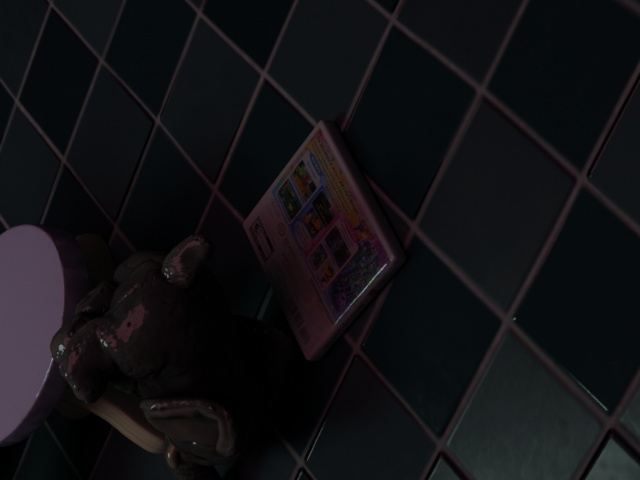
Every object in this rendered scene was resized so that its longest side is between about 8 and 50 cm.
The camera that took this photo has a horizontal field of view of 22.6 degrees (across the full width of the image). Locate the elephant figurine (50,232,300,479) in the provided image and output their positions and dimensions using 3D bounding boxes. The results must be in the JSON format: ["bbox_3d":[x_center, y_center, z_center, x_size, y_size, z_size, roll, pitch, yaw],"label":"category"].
[{"bbox_3d":[-0.101,0.126,1.393,0.169,0.239,0.186,-45,15,-8],"label":"elephant figurine"}]

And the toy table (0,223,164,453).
[{"bbox_3d":[-0.243,0.097,1.558,0.274,0.161,0.252,-37,62,43],"label":"toy table"}]

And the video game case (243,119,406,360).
[{"bbox_3d":[0.000,0.000,1.384,0.143,0.019,0.157,-51,51,35],"label":"video game case"}]
